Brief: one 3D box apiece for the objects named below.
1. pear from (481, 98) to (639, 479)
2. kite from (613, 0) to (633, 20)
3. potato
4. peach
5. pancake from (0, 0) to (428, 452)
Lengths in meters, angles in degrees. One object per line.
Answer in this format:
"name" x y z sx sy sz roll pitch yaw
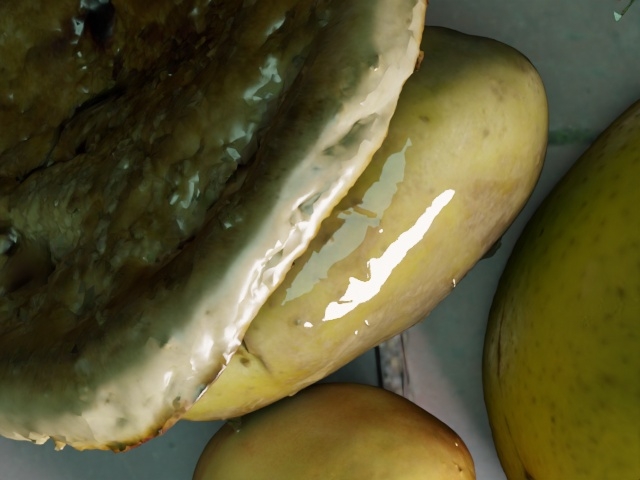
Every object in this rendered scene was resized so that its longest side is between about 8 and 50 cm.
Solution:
"pear" 0.257 0.086 0.737 0.340 0.191 0.386 -1 89 8
"kite" 0.218 -0.252 0.805 0.125 0.008 0.222 -11 98 1
"potato" 0.000 0.000 0.755 0.296 0.191 0.141 -36 93 5
"peach" 0.015 0.171 0.794 0.184 0.184 0.184 0 98 2
"pancake" -0.104 -0.060 0.722 0.065 0.356 0.356 30 101 -43
